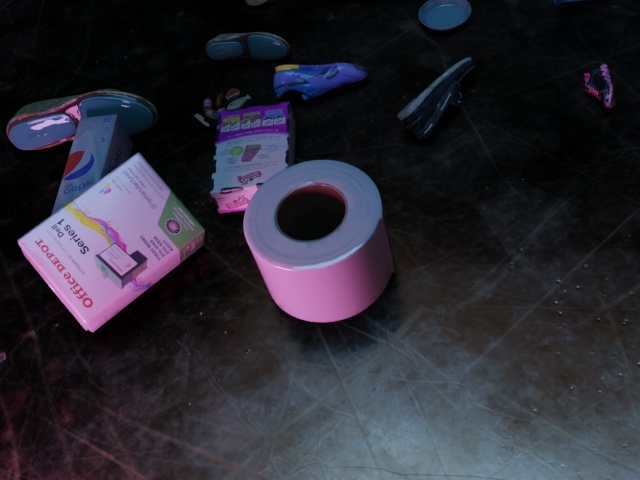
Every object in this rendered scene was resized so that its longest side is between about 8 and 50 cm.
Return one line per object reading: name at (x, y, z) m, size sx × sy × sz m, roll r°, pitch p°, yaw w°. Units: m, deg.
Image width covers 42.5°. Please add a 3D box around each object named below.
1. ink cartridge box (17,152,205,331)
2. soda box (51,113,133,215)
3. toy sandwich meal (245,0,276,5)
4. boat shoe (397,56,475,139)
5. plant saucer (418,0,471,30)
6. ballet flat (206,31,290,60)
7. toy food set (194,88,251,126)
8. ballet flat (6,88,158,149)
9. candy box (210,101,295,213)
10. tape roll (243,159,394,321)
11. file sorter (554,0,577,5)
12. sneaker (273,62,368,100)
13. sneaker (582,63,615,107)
ink cartridge box at (-0.387, 0.005, 1.544) m, size 0.278 × 0.117 × 0.201 m, roll -40°, pitch 86°, yaw -17°
soda box at (-0.477, -0.131, 1.734) m, size 0.091 × 0.098 × 0.286 m, roll -5°, pitch 53°, yaw 10°
toy sandwich meal at (-0.149, -0.615, 2.069) m, size 0.085 × 0.029 × 0.086 m, roll -10°, pitch 59°, yaw 17°
boat shoe at (0.253, -0.297, 1.708) m, size 0.079 × 0.084 × 0.233 m, roll 46°, pitch 61°, yaw -4°
plant saucer at (0.286, -0.516, 1.888) m, size 0.119 × 0.021 × 0.119 m, roll -7°, pitch 53°, yaw 9°
ballet flat at (-0.167, -0.464, 1.933) m, size 0.206 × 0.073 × 0.067 m, roll 4°, pitch 40°, yaw 12°
toy food set at (-0.225, -0.308, 1.856) m, size 0.122 × 0.019 × 0.078 m, roll -39°, pitch 54°, yaw -16°
ballet flat at (-0.535, -0.287, 1.865) m, size 0.348 × 0.123 × 0.123 m, roll -10°, pitch 52°, yaw 6°
candy box at (-0.135, -0.173, 1.697) m, size 0.159 × 0.071 × 0.233 m, roll -6°, pitch 51°, yaw 9°
tape roll at (0.000, 0.000, 1.470) m, size 0.246 × 0.169 × 0.246 m, roll -7°, pitch 52°, yaw 9°
file sorter at (0.572, -0.630, 1.846) m, size 0.104 × 0.118 × 0.170 m, roll -3°, pitch 53°, yaw 7°
sneaker at (0.001, -0.344, 1.810) m, size 0.209 × 0.069 × 0.082 m, roll -2°, pitch 85°, yaw 1°
sneaker at (0.555, -0.304, 1.649) m, size 0.057 × 0.047 × 0.119 m, roll -10°, pitch 44°, yaw 15°
